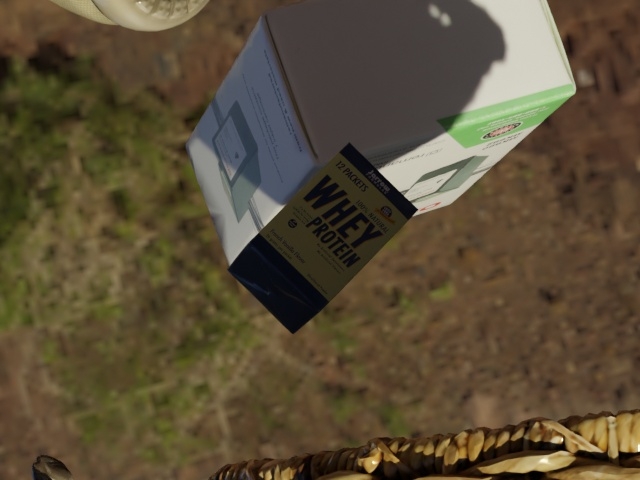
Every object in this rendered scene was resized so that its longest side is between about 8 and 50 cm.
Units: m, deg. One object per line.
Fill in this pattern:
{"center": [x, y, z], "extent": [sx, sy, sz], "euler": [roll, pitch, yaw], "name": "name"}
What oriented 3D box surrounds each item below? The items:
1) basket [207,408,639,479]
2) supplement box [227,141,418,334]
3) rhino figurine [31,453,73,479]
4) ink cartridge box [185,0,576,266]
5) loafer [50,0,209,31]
{"center": [0.098, 0.127, 0.816], "extent": [0.299, 0.223, 0.213], "euler": [-11, 133, 30], "name": "basket"}
{"center": [0.000, 0.000, 1.129], "extent": [0.056, 0.083, 0.083], "euler": [45, 163, 0], "name": "supplement box"}
{"center": [-0.169, 0.180, 1.105], "extent": [0.243, 0.073, 0.106], "euler": [30, 108, 6], "name": "rhino figurine"}
{"center": [0.036, -0.092, 1.494], "extent": [0.289, 0.211, 0.121], "euler": [132, 119, -69], "name": "ink cartridge box"}
{"center": [-0.118, -0.204, 0.745], "extent": [0.092, 0.102, 0.268], "euler": [-6, 104, 39], "name": "loafer"}
